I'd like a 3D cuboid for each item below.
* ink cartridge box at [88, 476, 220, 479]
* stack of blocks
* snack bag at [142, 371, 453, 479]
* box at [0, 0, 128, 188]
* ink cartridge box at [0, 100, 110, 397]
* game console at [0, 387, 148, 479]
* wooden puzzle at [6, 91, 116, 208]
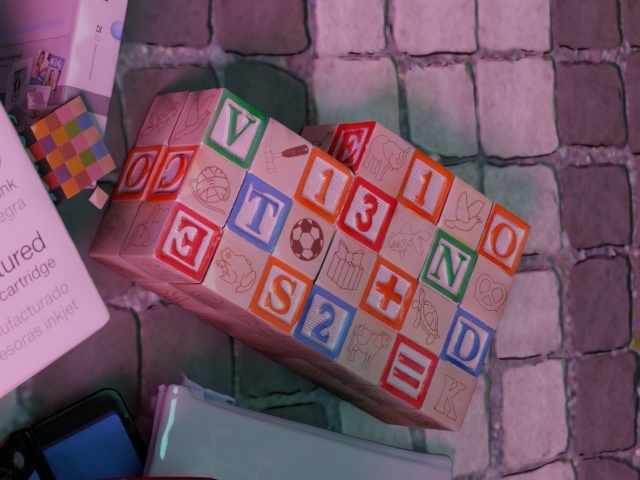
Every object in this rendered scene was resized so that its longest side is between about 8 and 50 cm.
[{"bbox_3d":[-0.088,0.257,1.138,0.131,0.306,0.226,1,86,-13],"label":"ink cartridge box"},{"bbox_3d":[0.000,0.000,1.419,0.297,0.087,0.171,31,71,-33],"label":"stack of blocks"},{"bbox_3d":[-0.025,0.291,1.403,0.323,0.037,0.343,20,78,-43],"label":"snack bag"},{"bbox_3d":[-0.179,-0.125,1.249,0.038,0.145,0.186,13,81,-37],"label":"box"},{"bbox_3d":[-0.343,-0.052,1.109,0.285,0.166,0.395,-36,111,-30],"label":"ink cartridge box"},{"bbox_3d":[-0.157,0.178,1.305,0.122,0.071,0.107,66,21,-16],"label":"game console"},{"bbox_3d":[-0.152,-0.054,1.173,0.049,0.006,0.083,-36,111,-31],"label":"wooden puzzle"}]
